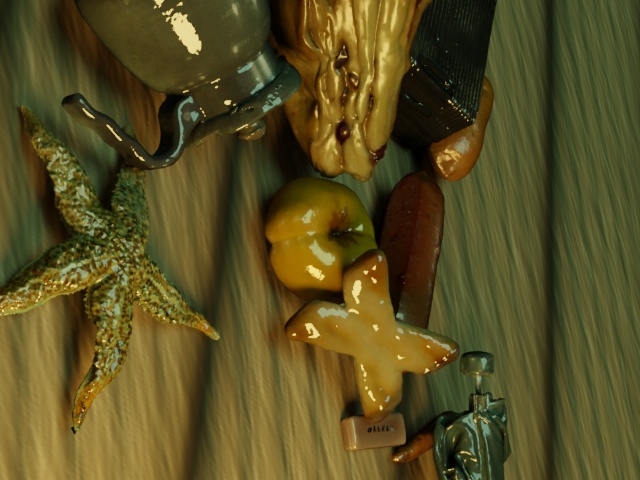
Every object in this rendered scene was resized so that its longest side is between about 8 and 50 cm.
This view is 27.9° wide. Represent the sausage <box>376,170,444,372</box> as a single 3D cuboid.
[{"bbox_3d":[0.120,0.042,1.850,0.102,0.102,0.330,40,47,-32],"label":"sausage"}]

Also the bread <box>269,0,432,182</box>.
[{"bbox_3d":[0.021,-0.301,1.730,0.192,0.370,0.314,4,42,-12],"label":"bread"}]

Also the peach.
[{"bbox_3d":[0.000,0.000,1.721,0.179,0.103,0.179,24,55,-39],"label":"peach"}]

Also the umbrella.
[{"bbox_3d":[0.212,0.330,1.807,0.143,0.094,0.348,6,82,-61],"label":"umbrella"}]

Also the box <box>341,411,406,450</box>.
[{"bbox_3d":[0.075,0.260,1.757,0.115,0.025,0.048,6,68,-48],"label":"box"}]

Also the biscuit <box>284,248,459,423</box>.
[{"bbox_3d":[0.069,0.128,1.687,0.208,0.164,0.047,49,-1,-26],"label":"biscuit"}]

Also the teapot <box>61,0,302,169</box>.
[{"bbox_3d":[-0.150,-0.223,1.547,0.285,0.223,0.305,60,24,-23],"label":"teapot"}]

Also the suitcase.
[{"bbox_3d":[0.147,-0.336,2.010,0.230,0.152,0.335,37,51,-33],"label":"suitcase"}]

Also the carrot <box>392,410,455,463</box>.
[{"bbox_3d":[0.151,0.282,1.831,0.165,0.036,0.035,-24,93,-51],"label":"carrot"}]

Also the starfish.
[{"bbox_3d":[-0.256,0.010,1.443,0.347,0.078,0.357,-39,105,-47],"label":"starfish"}]

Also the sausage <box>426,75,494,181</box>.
[{"bbox_3d":[0.226,-0.192,2.083,0.098,0.098,0.238,47,43,-26],"label":"sausage"}]
